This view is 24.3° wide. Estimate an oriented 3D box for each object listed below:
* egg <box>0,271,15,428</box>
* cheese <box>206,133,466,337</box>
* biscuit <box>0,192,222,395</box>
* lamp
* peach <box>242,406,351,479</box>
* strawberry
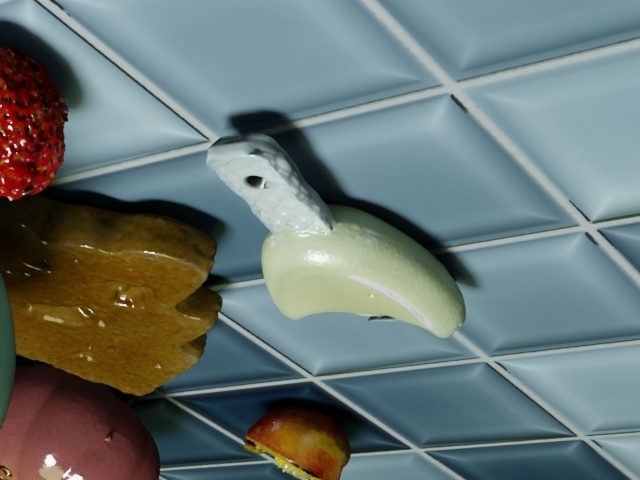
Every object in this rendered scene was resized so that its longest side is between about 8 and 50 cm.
[{"bbox_3d":[-0.351,0.024,0.869,0.276,0.276,0.389,-17,132,43],"label":"egg"},{"bbox_3d":[0.000,-0.001,0.949,0.127,0.049,0.235,-2,152,25],"label":"cheese"},{"bbox_3d":[-0.189,0.039,1.104,0.278,0.043,0.301,3,152,13],"label":"biscuit"},{"bbox_3d":[-0.222,0.180,1.303,0.182,0.140,0.182,21,147,15],"label":"lamp"},{"bbox_3d":[-0.016,0.176,1.292,0.098,0.061,0.098,27,169,6],"label":"peach"},{"bbox_3d":[-0.185,-0.072,0.850,0.083,0.083,0.096,7,149,7],"label":"strawberry"}]
